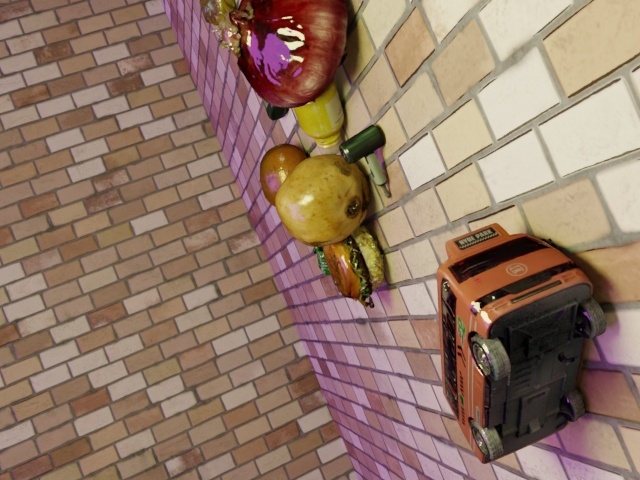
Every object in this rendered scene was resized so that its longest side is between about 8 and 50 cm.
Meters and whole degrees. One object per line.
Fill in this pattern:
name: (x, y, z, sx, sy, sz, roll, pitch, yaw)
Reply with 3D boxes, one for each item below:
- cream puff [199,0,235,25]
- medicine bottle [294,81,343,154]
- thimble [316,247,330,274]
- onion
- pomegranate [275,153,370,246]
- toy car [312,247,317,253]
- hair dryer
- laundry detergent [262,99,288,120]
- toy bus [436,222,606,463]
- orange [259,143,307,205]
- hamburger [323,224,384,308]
cream puff: (-0.356, -0.839, 2.231, 0.146, 0.116, 0.146, 24, 125, 39)
medicine bottle: (0.003, -0.321, 1.646, 0.122, 0.122, 0.212, 55, 171, 41)
thimble: (0.051, 0.050, 1.987, 0.118, 0.130, 0.090, 39, 145, 51)
onion: (-0.102, -0.476, 1.434, 0.347, 0.285, 0.347, 15, 107, 57)
pomegranate: (0.005, -0.110, 1.672, 0.260, 0.260, 0.260, 59, 163, 31)
toy car: (0.000, 0.000, 2.257, 0.073, 0.054, 0.143, 44, 148, 55)
hair dryer: (0.126, -0.174, 1.508, 0.197, 0.100, 0.057, 59, 175, -31)
laundry detergent: (-0.182, -0.524, 2.102, 0.144, 0.078, 0.221, 107, 139, -74)
toy bus: (0.323, 0.187, 1.082, 0.233, 0.203, 0.427, -121, 14, -47)
orange: (-0.120, -0.212, 2.097, 0.240, 0.171, 0.240, 174, 90, -83)
hamburger: (0.102, 0.063, 1.806, 0.243, 0.139, 0.261, -128, 22, -52)
